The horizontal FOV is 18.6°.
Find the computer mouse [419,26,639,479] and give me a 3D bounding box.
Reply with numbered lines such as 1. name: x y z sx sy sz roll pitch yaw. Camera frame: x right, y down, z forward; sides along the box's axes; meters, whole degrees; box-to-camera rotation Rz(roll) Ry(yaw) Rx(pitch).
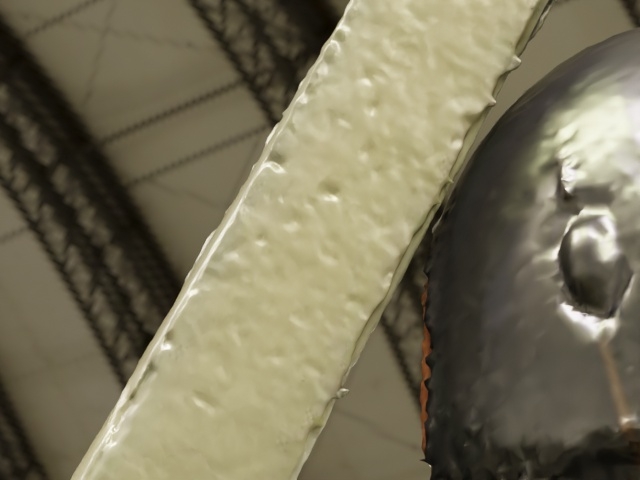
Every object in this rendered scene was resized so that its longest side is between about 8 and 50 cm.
1. computer mouse: 0.124 -0.003 0.785 0.183 0.323 0.116 -30 -72 20

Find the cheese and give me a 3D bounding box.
1. cheese: 0.000 -0.001 0.795 0.085 0.400 0.034 33 -20 -7
